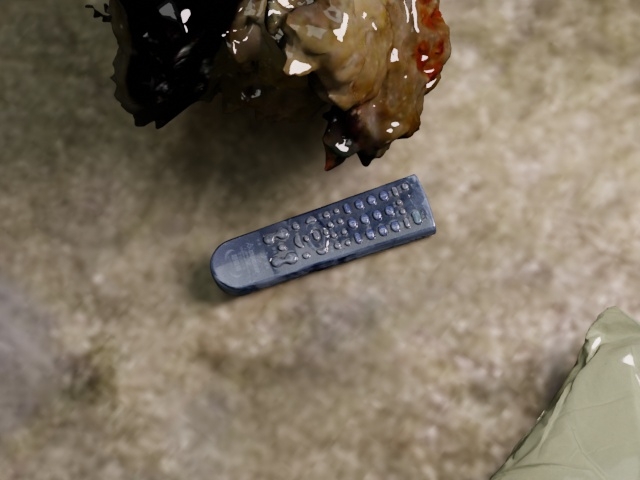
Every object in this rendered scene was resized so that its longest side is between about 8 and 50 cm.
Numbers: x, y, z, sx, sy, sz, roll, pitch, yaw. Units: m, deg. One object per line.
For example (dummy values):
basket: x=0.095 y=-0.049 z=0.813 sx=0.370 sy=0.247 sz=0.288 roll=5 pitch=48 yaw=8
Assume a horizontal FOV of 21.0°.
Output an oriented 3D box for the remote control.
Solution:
remote control: x=0.000 y=-0.001 z=1.157 sx=0.152 sy=0.027 sz=0.043 roll=-19 pitch=60 yaw=0

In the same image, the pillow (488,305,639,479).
pillow: x=0.204 y=0.216 z=1.006 sx=0.274 sy=0.076 sz=0.281 roll=34 pitch=78 yaw=18

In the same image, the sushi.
sushi: x=-0.017 y=-0.169 z=1.120 sx=0.218 sy=0.225 sz=0.238 roll=17 pitch=75 yaw=13
